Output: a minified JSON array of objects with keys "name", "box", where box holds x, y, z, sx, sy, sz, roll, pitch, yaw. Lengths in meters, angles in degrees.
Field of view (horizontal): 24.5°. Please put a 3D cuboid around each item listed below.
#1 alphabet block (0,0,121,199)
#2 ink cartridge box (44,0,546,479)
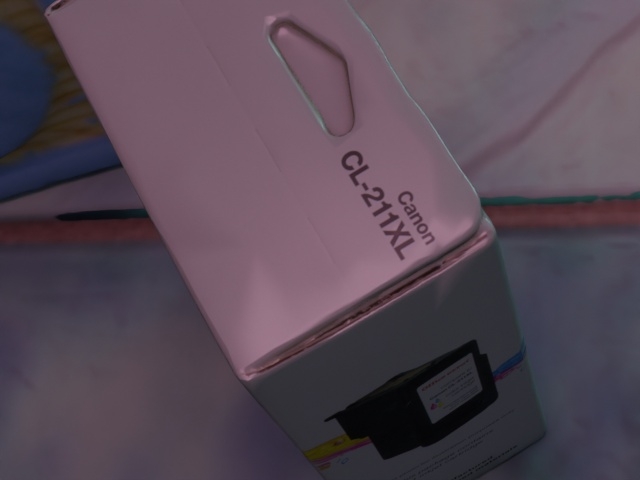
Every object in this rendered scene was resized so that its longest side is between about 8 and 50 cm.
[{"name":"alphabet block","box":[-0.172,-0.132,0.532,0.193,0.192,0.197,-15,66,5]},{"name":"ink cartridge box","box":[0.000,0.000,0.441,0.072,0.175,0.127,-30,64,-1]}]
